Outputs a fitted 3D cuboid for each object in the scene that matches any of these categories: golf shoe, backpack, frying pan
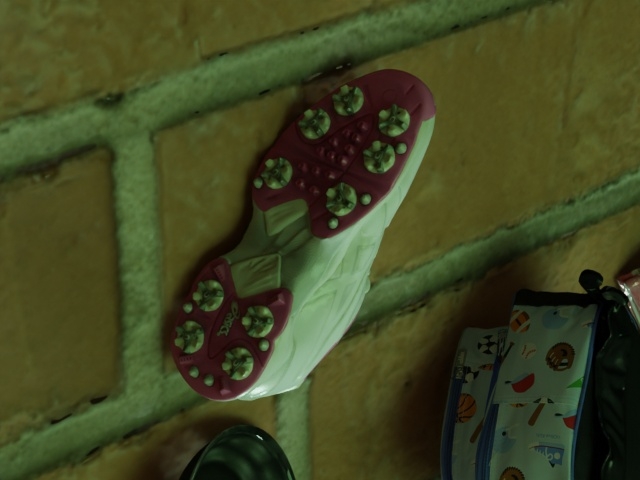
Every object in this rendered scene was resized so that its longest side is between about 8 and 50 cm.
[{"bbox_3d":[0.000,0.000,1.311,0.306,0.115,0.140,-54,150,5],"label":"golf shoe"},{"bbox_3d":[0.232,0.203,1.532,0.276,0.213,0.263,46,43,-42],"label":"backpack"},{"bbox_3d":[-0.050,0.304,1.409,0.326,0.053,0.197,63,36,-35],"label":"frying pan"}]

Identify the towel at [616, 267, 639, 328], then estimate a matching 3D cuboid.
[{"bbox_3d":[0.431,0.042,1.733,0.197,0.029,0.144,-24,137,11],"label":"towel"}]
